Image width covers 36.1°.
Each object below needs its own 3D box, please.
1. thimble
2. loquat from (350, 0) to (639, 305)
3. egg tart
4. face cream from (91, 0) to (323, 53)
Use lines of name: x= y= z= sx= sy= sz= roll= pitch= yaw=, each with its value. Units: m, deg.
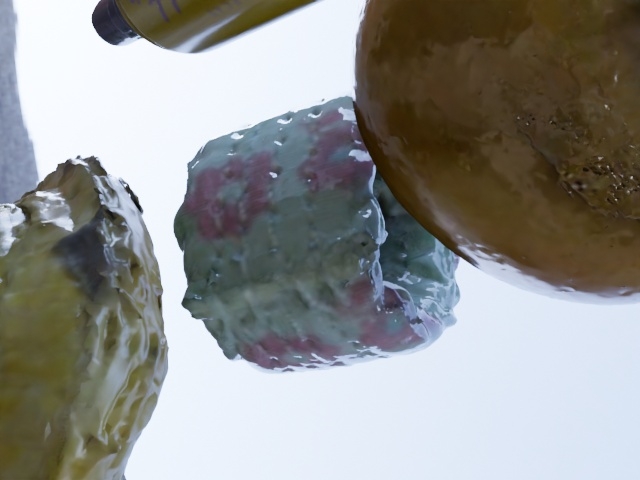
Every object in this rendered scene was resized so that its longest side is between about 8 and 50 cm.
thimble: x=0.000 y=0.000 z=0.686 sx=0.149 sy=0.211 sz=0.185 roll=-15 pitch=-76 yaw=23
loquat: x=0.147 y=-0.094 z=0.529 sx=0.263 sy=0.263 sz=0.263 roll=13 pitch=-71 yaw=42
egg tart: x=-0.179 y=0.083 z=0.492 sx=0.290 sy=0.115 sz=0.290 roll=-38 pitch=-139 yaw=43
face cream: x=-0.044 y=-0.134 z=0.458 sx=0.273 sy=0.078 sz=0.078 roll=-4 pitch=-83 yaw=56
